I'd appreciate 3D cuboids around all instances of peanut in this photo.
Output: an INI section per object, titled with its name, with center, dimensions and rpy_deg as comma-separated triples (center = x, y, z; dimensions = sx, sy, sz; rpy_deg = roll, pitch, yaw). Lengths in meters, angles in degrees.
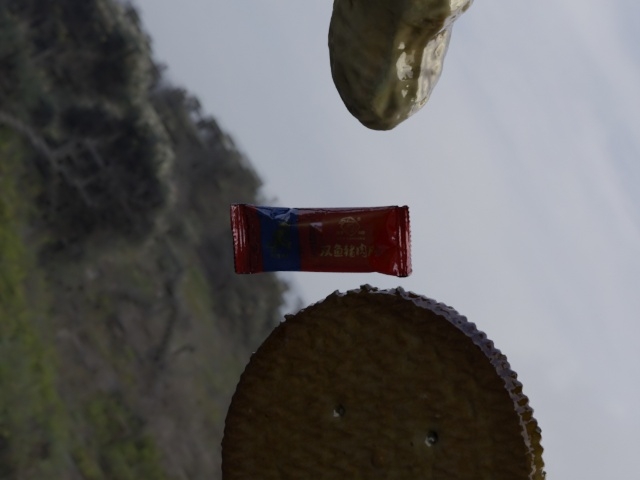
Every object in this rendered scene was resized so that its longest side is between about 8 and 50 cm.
[peanut]
center = 0.089, -0.253, 1.638
dimensions = 0.153, 0.140, 0.325
rpy_deg = 46, -43, 37

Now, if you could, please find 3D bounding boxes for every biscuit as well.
[biscuit]
center = 0.047, 0.186, 1.304
dimensions = 0.038, 0.305, 0.305
rpy_deg = 1, 54, -57

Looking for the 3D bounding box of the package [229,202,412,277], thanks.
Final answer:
[package]
center = 0.000, 0.000, 1.750
dimensions = 0.022, 0.200, 0.083
rpy_deg = -53, 142, -70
